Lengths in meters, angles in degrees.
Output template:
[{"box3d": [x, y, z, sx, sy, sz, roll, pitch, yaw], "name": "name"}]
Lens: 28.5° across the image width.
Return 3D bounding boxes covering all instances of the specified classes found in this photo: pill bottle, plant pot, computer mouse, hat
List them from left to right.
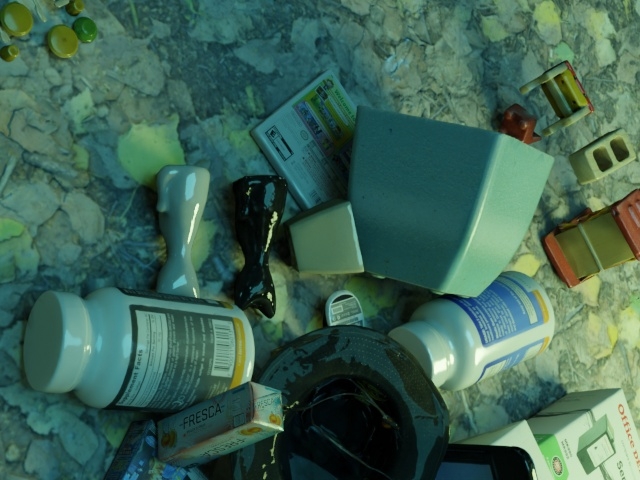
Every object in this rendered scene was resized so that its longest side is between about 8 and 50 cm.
[{"box3d": [-0.241, 0.147, 1.682, 0.278, 0.162, 0.162, 10, 75, -33], "name": "pill bottle"}, {"box3d": [0.000, 0.000, 1.914, 0.096, 0.109, 0.109, -13, 97, -7], "name": "plant pot"}, {"box3d": [0.012, 0.286, 1.774, 0.331, 0.134, 0.331, 2, 83, -17], "name": "hat"}, {"box3d": [0.043, 0.171, 1.959, 0.106, 0.042, 0.193, -14, 95, -32], "name": "computer mouse"}, {"box3d": [0.184, -0.049, 1.956, 0.247, 0.248, 0.252, 9, 95, -61], "name": "plant pot"}, {"box3d": [0.236, 0.153, 2.033, 0.272, 0.152, 0.152, -17, 91, -37], "name": "pill bottle"}]

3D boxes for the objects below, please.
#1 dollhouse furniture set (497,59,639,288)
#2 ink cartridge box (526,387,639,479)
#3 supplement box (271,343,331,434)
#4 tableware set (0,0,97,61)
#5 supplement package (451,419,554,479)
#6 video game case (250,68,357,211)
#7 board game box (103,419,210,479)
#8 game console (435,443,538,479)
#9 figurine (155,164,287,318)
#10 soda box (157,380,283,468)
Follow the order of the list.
[{"box3d": [0.465, -0.123, 2.236, 0.152, 0.201, 0.374, -28, 91, -36], "name": "dollhouse furniture set"}, {"box3d": [0.421, 0.394, 2.116, 0.289, 0.121, 0.211, -23, 95, -44], "name": "ink cartridge box"}, {"box3d": [0.005, 0.262, 1.888, 0.080, 0.078, 0.233, -20, 93, -37], "name": "supplement box"}, {"box3d": [-0.385, -0.297, 1.757, 0.154, 0.024, 0.104, -38, 106, -36], "name": "tableware set"}, {"box3d": [0.273, 0.458, 1.945, 0.177, 0.175, 0.293, -23, 86, -46], "name": "supplement package"}, {"box3d": [0.010, -0.138, 2.009, 0.193, 0.023, 0.212, -43, 105, -34], "name": "video game case"}, {"box3d": [-0.235, 0.379, 1.700, 0.194, 0.060, 0.194, 50, 57, -17], "name": "board game box"}, {"box3d": [0.164, 0.430, 1.773, 0.173, 0.293, 0.250, -18, 97, -42], "name": "game console"}, {"box3d": [-0.150, 0.005, 1.828, 0.215, 0.092, 0.209, 5, 81, -34], "name": "figurine"}, {"box3d": [-0.133, 0.244, 1.655, 0.063, 0.183, 0.058, 24, 51, -42], "name": "soda box"}]
